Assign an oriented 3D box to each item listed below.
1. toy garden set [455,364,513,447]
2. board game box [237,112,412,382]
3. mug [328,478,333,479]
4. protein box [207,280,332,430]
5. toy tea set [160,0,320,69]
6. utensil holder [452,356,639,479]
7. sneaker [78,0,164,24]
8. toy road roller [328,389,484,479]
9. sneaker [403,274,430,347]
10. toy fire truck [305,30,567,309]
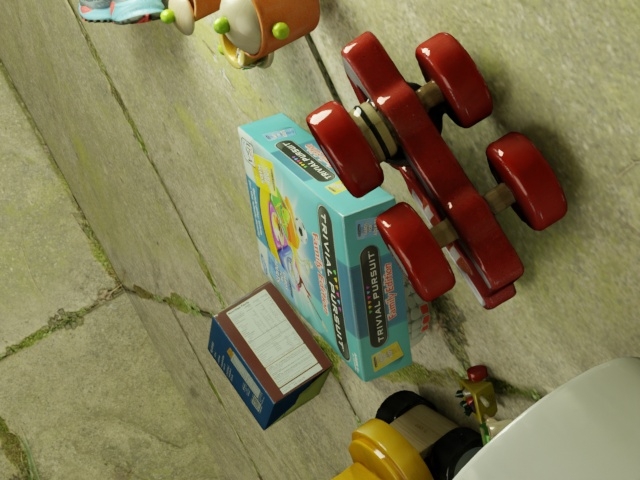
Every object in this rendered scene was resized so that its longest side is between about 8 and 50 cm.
[{"bbox_3d":[0.224,0.289,1.358,0.244,0.049,0.204,-107,3,-75],"label":"toy garden set"},{"bbox_3d":[0.000,0.000,1.484,0.336,0.079,0.254,43,147,54],"label":"board game box"},{"bbox_3d":[0.042,0.673,2.207,0.328,0.276,0.374,92,173,-47],"label":"mug"},{"bbox_3d":[-0.101,0.220,2.039,0.201,0.136,0.200,53,159,15],"label":"protein box"},{"bbox_3d":[-0.125,-0.302,1.348,0.336,0.124,0.200,-19,93,66],"label":"toy tea set"},{"bbox_3d":[0.321,0.344,0.981,0.385,0.327,0.328,50,158,31],"label":"utensil holder"},{"bbox_3d":[-0.329,-0.426,1.778,0.262,0.104,0.125,19,119,54],"label":"sneaker"},{"bbox_3d":[0.134,0.408,1.600,0.202,0.240,0.330,27,142,56],"label":"toy road roller"},{"bbox_3d":[0.109,0.075,1.485,0.065,0.061,0.158,-129,26,-59],"label":"sneaker"},{"bbox_3d":[0.116,-0.066,1.142,0.302,0.169,0.254,57,178,9],"label":"toy fire truck"}]
